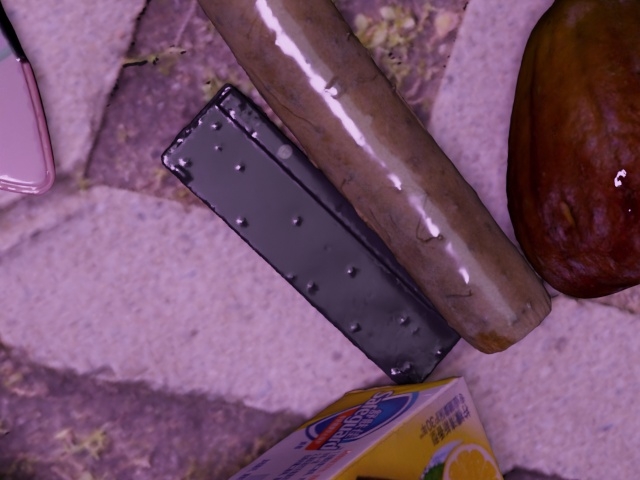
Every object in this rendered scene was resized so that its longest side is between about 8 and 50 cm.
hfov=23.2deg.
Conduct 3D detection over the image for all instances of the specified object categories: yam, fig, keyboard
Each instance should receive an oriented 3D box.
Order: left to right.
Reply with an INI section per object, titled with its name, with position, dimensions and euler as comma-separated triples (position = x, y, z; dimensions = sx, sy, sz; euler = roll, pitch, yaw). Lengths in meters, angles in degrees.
[keyboard]
position = 0.000, 0.000, 1.016
dimensions = 0.231, 0.023, 0.072
euler = 43, 85, -13
[yam]
position = 0.013, -0.087, 0.978
dimensions = 0.083, 0.083, 0.371
euler = -37, 95, -12
[fig]
position = 0.181, -0.099, 1.011
dimensions = 0.146, 0.170, 0.274
euler = -8, 73, -29

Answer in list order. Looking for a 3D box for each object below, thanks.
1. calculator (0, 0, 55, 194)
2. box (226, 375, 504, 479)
[calculator]
position = -0.305, -0.141, 0.918
dimensions = 0.220, 0.048, 0.329
euler = -28, 95, -12
[box]
position = 0.012, 0.205, 0.915
dimensions = 0.265, 0.097, 0.168
euler = -28, 99, -50
